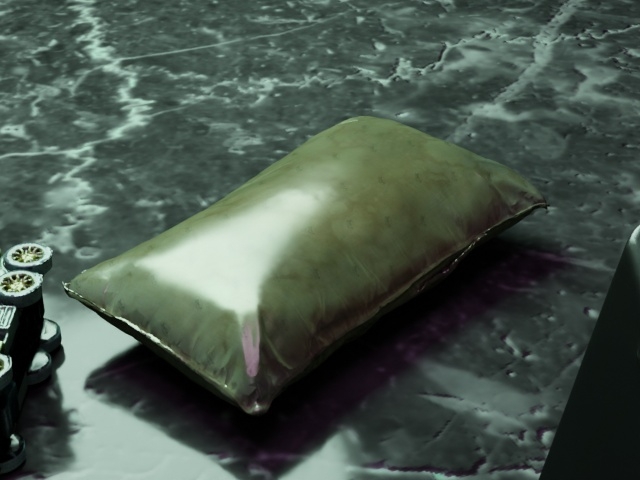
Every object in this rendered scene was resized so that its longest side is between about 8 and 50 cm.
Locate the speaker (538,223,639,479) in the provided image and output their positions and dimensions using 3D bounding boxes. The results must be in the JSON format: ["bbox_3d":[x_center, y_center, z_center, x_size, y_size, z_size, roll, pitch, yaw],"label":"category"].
[{"bbox_3d":[0.197,0.108,0.532,0.192,0.231,0.153,1,46,-8],"label":"speaker"}]

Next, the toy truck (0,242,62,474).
[{"bbox_3d":[-0.219,0.068,0.820,0.100,0.077,0.169,1,34,2],"label":"toy truck"}]

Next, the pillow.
[{"bbox_3d":[0.000,0.000,0.907,0.185,0.075,0.302,26,44,36],"label":"pillow"}]
